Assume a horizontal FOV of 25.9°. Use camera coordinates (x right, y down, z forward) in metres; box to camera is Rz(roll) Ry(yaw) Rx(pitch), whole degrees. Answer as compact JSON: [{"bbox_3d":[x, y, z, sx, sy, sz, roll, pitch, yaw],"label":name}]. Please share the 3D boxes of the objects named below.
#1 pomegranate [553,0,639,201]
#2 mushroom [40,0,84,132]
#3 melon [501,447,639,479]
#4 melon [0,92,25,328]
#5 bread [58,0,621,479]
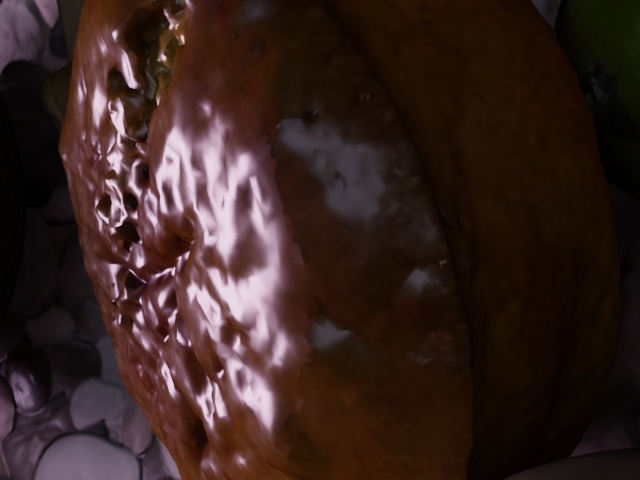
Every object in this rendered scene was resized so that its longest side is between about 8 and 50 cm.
[{"bbox_3d":[0.193,-0.062,0.605,0.156,0.156,0.220,-35,96,22],"label":"pomegranate"},{"bbox_3d":[-0.093,-0.244,0.809,0.154,0.137,0.407,-9,79,21],"label":"mushroom"},{"bbox_3d":[0.127,0.183,0.481,0.223,0.317,0.223,-6,80,36],"label":"melon"},{"bbox_3d":[-0.298,-0.024,0.835,0.237,0.237,0.301,-11,72,30],"label":"melon"},{"bbox_3d":[-0.002,-0.005,0.617,0.312,0.172,0.312,40,140,45],"label":"bread"}]
